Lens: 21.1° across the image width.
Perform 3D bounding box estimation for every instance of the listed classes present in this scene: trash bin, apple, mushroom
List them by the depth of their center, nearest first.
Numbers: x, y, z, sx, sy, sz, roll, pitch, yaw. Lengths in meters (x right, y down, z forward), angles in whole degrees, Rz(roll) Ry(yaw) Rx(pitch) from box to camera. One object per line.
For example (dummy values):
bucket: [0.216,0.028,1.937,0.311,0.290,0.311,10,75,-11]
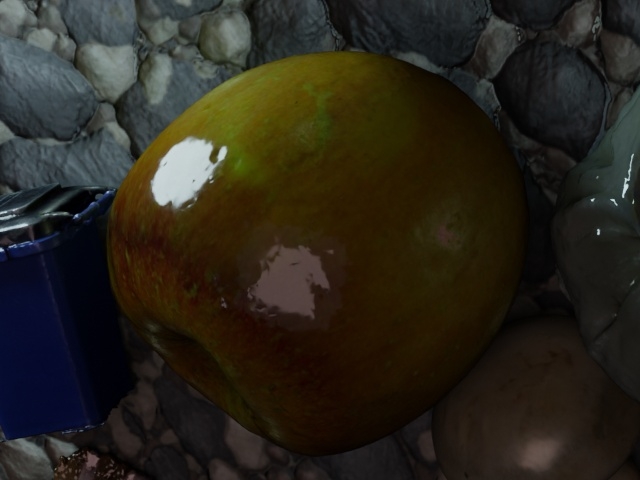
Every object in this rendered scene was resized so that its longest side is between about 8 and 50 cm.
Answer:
apple: [0.000,0.000,1.561,0.374,0.384,0.374,-1,92,-24]
mushroom: [0.210,0.166,1.610,0.206,0.209,0.206,-8,71,25]
trash bin: [-0.276,0.070,1.732,0.184,0.162,0.234,-11,103,18]

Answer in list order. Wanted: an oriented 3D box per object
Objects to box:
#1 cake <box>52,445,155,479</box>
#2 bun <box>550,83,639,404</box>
cake: [-0.258,0.367,1.833,0.116,0.113,0.295,17,94,7]
bun: [0.351,-0.008,1.444,0.354,0.194,0.354,-15,63,31]
